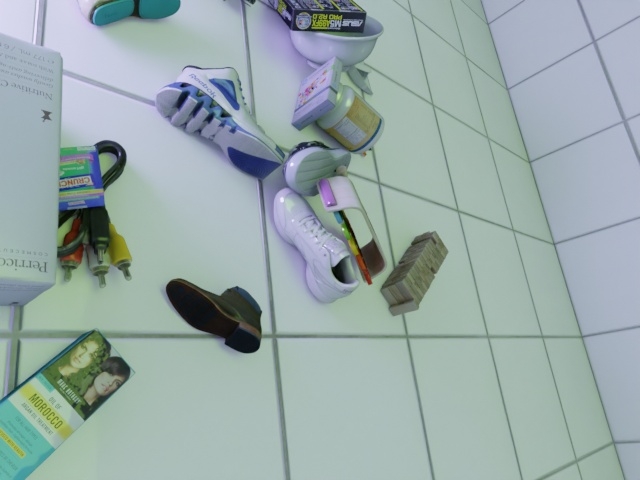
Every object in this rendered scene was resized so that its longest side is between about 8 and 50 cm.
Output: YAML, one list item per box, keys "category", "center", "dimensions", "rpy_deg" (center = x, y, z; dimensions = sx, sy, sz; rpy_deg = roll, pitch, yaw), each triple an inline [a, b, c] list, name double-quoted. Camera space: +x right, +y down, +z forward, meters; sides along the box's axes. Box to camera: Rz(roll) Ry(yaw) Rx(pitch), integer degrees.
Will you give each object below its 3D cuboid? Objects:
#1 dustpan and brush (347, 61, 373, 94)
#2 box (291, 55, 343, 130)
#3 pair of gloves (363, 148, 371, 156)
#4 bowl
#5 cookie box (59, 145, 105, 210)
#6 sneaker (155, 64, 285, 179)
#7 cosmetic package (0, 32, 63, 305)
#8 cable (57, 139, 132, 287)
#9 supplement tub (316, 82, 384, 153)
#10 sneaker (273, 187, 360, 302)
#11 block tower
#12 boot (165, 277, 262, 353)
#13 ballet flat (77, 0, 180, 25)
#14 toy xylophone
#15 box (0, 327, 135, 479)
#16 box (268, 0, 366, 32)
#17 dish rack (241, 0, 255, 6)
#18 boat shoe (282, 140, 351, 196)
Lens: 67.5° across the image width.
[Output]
- category: "dustpan and brush"
  center: [0.121, -0.598, 1.646]
  dimensions: [0.211, 0.060, 0.147]
  rpy_deg: [2, 70, -46]
- category: "box"
  center: [-0.008, -0.417, 1.359]
  dimensions: [0.038, 0.145, 0.186]
  rpy_deg: [35, 50, -32]
- category: "pair of gloves"
  center: [0.135, -0.315, 1.562]
  dimensions: [0.074, 0.010, 0.083]
  rpy_deg: [55, 39, -10]
- category: "bowl"
  center: [0.034, -0.603, 1.458]
  dimensions: [0.297, 0.134, 0.298]
  rpy_deg: [6, 39, -5]
- category: "cookie box"
  center: [-0.420, -0.106, 0.812]
  dimensions: [0.091, 0.040, 0.107]
  rpy_deg: [-9, 61, -23]
- category: "sneaker"
  center: [-0.204, -0.300, 1.110]
  dimensions: [0.315, 0.127, 0.182]
  rpy_deg: [34, 52, -29]
- category: "cosmetic package"
  center: [-0.505, -0.108, 0.680]
  dimensions: [0.217, 0.156, 0.385]
  rpy_deg: [8, 65, -46]
- category: "cable"
  center: [-0.411, -0.055, 0.851]
  dimensions: [0.139, 0.072, 0.287]
  rpy_deg: [2, 56, -28]
- category: "supplement tub"
  center: [0.078, -0.366, 1.424]
  dimensions: [0.199, 0.144, 0.144]
  rpy_deg: [33, 50, -32]
- category: "sneaker"
  center: [0.000, 0.000, 1.157]
  dimensions: [0.114, 0.152, 0.305]
  rpy_deg: [-32, 95, -37]
- category: "block tower"
  center: [0.295, 0.089, 1.475]
  dimensions: [0.097, 0.091, 0.335]
  rpy_deg: [54, 42, -11]
- category: "boot"
  center: [-0.205, 0.130, 0.962]
  dimensions: [0.219, 0.082, 0.106]
  rpy_deg: [42, 24, -19]
- category: "ballet flat"
  center: [-0.417, -0.528, 1.040]
  dimensions: [0.248, 0.086, 0.086]
  rpy_deg: [-39, 101, -47]
- category: "toy xylophone"
  center: [0.085, -0.046, 1.235]
  dimensions: [0.236, 0.081, 0.323]
  rpy_deg: [-104, 168, -52]
- category: "box"
  center: [-0.398, 0.245, 0.692]
  dimensions: [0.100, 0.060, 0.244]
  rpy_deg: [55, 42, -12]
- category: "box"
  center: [-0.016, -0.678, 1.387]
  dimensions: [0.216, 0.060, 0.270]
  rpy_deg: [-7, 43, -20]
- category: "dish rack"
  center: [-0.288, -0.748, 1.285]
  dimensions: [0.271, 0.074, 0.208]
  rpy_deg: [15, 62, -43]
- category: "boat shoe"
  center: [-0.030, -0.193, 1.234]
  dimensions: [0.119, 0.121, 0.335]
  rpy_deg: [23, 18, 16]
